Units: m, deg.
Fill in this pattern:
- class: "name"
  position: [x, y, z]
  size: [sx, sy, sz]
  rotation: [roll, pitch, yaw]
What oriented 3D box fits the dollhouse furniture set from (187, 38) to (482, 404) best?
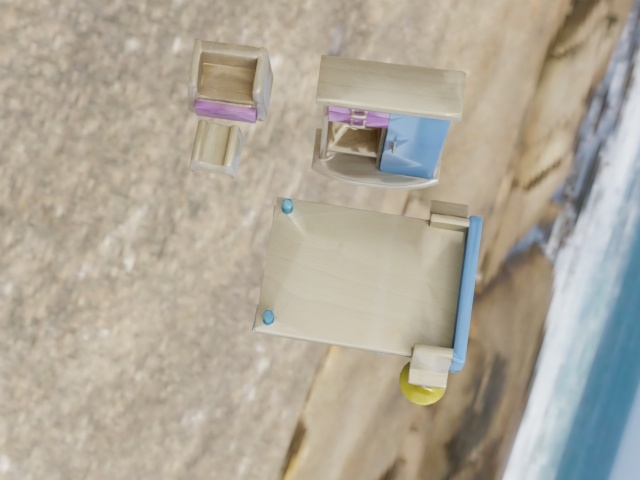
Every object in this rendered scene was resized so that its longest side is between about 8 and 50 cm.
- class: "dollhouse furniture set"
  position: [0.000, 0.000, 1.290]
  size: [0.198, 0.286, 0.303]
  rotation: [95, 2, -72]
